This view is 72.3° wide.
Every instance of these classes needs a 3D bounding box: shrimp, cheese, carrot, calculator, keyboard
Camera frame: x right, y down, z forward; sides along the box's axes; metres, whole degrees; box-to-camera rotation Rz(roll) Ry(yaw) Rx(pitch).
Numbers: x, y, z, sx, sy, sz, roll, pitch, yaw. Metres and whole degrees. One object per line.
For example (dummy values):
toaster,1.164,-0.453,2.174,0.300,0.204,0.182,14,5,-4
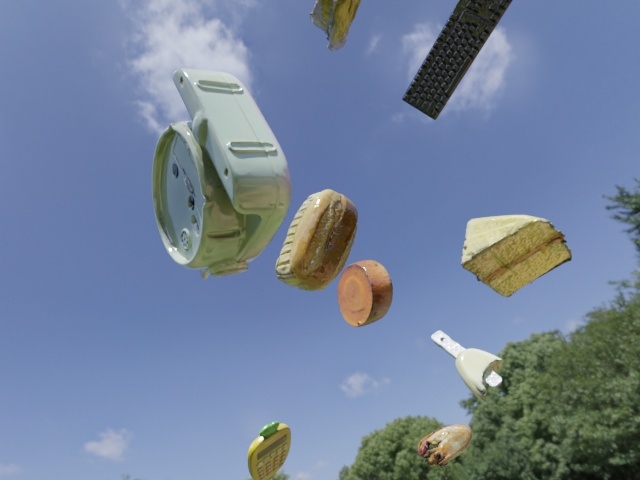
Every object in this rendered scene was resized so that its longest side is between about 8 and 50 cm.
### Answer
shrimp,0.303,0.518,1.117,0.133,0.053,0.236,-8,-1,37
cheese,0.399,0.327,1.211,0.127,0.235,0.049,-32,-52,-19
carrot,0.155,0.206,1.715,0.100,0.258,0.307,2,-9,-29
calculator,-0.148,0.610,1.275,0.146,0.032,0.234,-21,-54,-37
keyboard,0.187,-0.266,0.583,0.204,0.061,0.013,-59,-17,25

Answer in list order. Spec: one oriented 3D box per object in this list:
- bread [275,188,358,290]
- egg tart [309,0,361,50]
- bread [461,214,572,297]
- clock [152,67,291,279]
bread,0.000,0.000,0.979,0.140,0.236,0.106,34,-25,-25
egg tart,0.045,-0.524,0.872,0.095,0.278,0.279,15,-41,-4
bread,0.469,0.041,1.022,0.240,0.135,0.178,32,-24,-36
clock,-0.180,-0.072,0.695,0.109,0.265,0.324,-10,-32,-38
